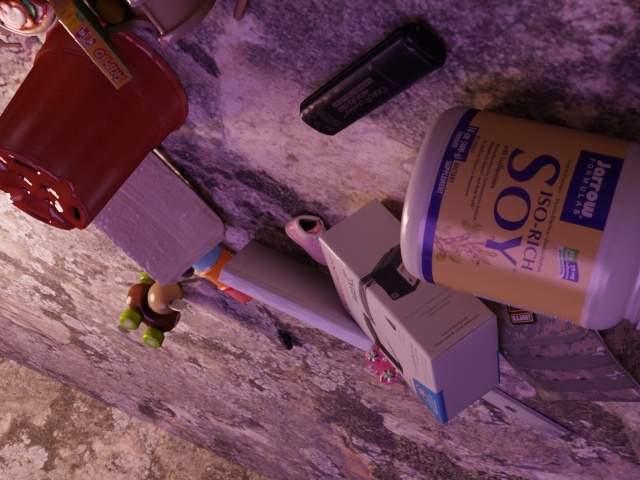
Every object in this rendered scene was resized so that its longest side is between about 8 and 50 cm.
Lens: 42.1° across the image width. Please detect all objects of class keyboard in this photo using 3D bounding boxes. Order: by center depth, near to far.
[{"bbox_3d":[0.424,0.367,1.824,0.256,0.014,0.072,31,156,-6],"label":"keyboard"}]

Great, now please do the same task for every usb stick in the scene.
[{"bbox_3d":[0.064,-0.214,1.143,0.077,0.045,0.278,31,152,-21],"label":"usb stick"}]

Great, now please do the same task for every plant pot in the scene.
[{"bbox_3d":[-0.398,-0.177,1.356,0.272,0.265,0.272,20,150,12],"label":"plant pot"}]

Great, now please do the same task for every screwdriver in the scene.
[{"bbox_3d":[-0.108,0.208,2.002,0.025,0.024,0.170,38,162,53],"label":"screwdriver"}]

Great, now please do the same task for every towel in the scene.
[{"bbox_3d":[-0.326,-0.048,1.605,0.282,0.187,0.049,46,-176,-32],"label":"towel"}]

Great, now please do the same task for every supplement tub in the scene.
[{"bbox_3d":[0.292,-0.025,1.058,0.331,0.241,0.241,15,149,20],"label":"supplement tub"}]

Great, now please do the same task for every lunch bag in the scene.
[{"bbox_3d":[0.380,0.115,1.296,0.287,0.169,0.235,46,150,-17],"label":"lunch bag"}]

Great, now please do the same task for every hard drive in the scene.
[{"bbox_3d":[-0.025,0.100,1.597,0.307,0.203,0.040,24,108,4],"label":"hard drive"}]

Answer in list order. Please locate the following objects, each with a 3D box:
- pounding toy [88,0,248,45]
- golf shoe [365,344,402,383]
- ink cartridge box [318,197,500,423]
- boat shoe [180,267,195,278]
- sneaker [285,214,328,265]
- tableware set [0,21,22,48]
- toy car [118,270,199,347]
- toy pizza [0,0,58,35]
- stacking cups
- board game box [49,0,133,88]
[{"bbox_3d":[-0.190,-0.304,1.093,0.269,0.154,0.155,1,142,39],"label":"pounding toy"},{"bbox_3d":[0.215,0.163,1.584,0.306,0.140,0.115,-41,73,40],"label":"golf shoe"},{"bbox_3d":[0.147,0.114,1.370,0.307,0.129,0.223,48,166,37],"label":"ink cartridge box"},{"bbox_3d":[-0.322,0.022,1.823,0.083,0.065,0.183,-1,140,43],"label":"boat shoe"},{"bbox_3d":[0.000,0.000,1.534,0.134,0.051,0.070,35,156,-6],"label":"sneaker"},{"bbox_3d":[-0.589,-0.393,1.403,0.194,0.039,0.128,9,135,19],"label":"tableware set"},{"bbox_3d":[-0.363,0.147,1.992,0.188,0.155,0.149,-21,127,38],"label":"toy car"},{"bbox_3d":[-0.495,-0.401,1.283,0.201,0.032,0.201,17,140,14],"label":"toy pizza"},{"bbox_3d":[-0.252,0.024,1.741,0.316,0.096,0.096,43,148,-27],"label":"stacking cups"},{"bbox_3d":[-0.341,-0.316,1.169,0.124,0.039,0.259,54,-178,-42],"label":"board game box"}]
